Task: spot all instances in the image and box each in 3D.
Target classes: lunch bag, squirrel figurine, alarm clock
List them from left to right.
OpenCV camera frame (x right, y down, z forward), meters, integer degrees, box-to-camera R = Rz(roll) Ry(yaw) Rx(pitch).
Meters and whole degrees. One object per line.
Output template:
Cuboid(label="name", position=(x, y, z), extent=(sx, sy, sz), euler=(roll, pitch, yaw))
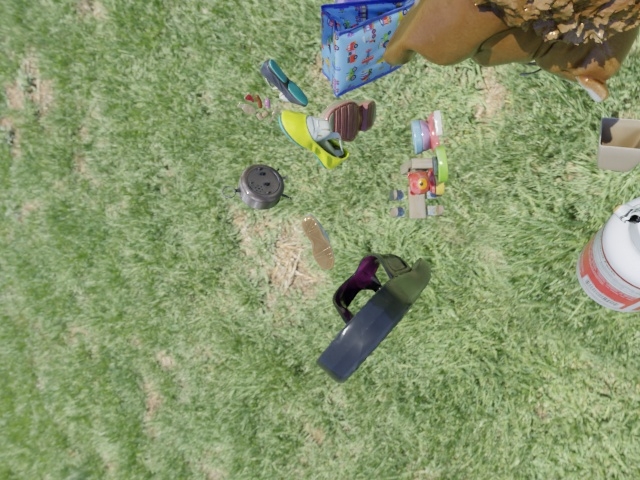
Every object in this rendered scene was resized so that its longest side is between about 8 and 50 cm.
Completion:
Cuboid(label="alarm clock", position=(-0.186, -0.152, 1.231), extent=(0.129, 0.192, 0.064), euler=(67, 156, 18))
Cuboid(label="lunch bag", position=(0.159, -0.585, 1.274), extent=(0.221, 0.293, 0.138), euler=(89, 161, -61))
Cuboid(label="squirrel figurine", position=(0.353, -0.358, 0.661), extent=(0.371, 0.397, 0.281), euler=(21, 100, -12))

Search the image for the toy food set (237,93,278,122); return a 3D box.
Cuboid(label="toy food set", position=(-0.204, -0.443, 1.424), extent=(0.078, 0.122, 0.019), euler=(-58, 27, 13))

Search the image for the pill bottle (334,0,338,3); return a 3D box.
Cuboid(label="pill bottle", position=(0.182, -1.124, 1.820), extent=(0.169, 0.169, 0.301), euler=(64, 153, 10))

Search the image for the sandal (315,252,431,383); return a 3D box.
Cuboid(label="sandal", position=(0.080, 0.077, 0.656), extent=(0.107, 0.446, 0.167), euler=(41, 98, 12))

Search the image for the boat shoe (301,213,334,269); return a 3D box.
Cuboid(label="boat shoe", position=(0.000, 0.000, 1.989), extent=(0.098, 0.096, 0.277), euler=(-16, 108, 15))

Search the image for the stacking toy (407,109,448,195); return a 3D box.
Cuboid(label="stacking toy", position=(0.385, -0.323, 1.617), extent=(0.131, 0.279, 0.308), euler=(-8, 88, 10))

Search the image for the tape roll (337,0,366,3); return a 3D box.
Cuboid(label="tape roll", position=(0.108, -0.760, 1.588), extent=(0.275, 0.090, 0.274), euler=(-178, 90, -80))

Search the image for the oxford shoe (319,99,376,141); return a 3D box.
Cuboid(label="oxford shoe", position=(0.074, -0.444, 1.579), extent=(0.147, 0.397, 0.140), euler=(14, 113, 23))

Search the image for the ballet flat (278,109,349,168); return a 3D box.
Cuboid(label="ballet flat", position=(-0.003, -0.229, 0.956), extent=(0.077, 0.231, 0.077), euler=(-15, 68, 23))

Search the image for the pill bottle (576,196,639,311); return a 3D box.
Cuboid(label="pill bottle", position=(0.775, 0.030, 1.019), extent=(0.229, 0.407, 0.228), euler=(-6, 71, 16))

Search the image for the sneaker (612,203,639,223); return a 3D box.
Cuboid(label="sneaker", position=(0.589, -0.047, 0.806), extent=(0.032, 0.083, 0.036), euler=(101, 161, -54))

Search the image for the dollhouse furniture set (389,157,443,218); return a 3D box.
Cuboid(label="dollhouse furniture set", position=(0.419, -0.217, 1.849), extent=(0.212, 0.161, 0.242), euler=(-3, 89, -9))

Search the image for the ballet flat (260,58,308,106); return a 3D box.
Cuboid(label="ballet flat", position=(-0.128, -0.524, 1.468), extent=(0.074, 0.203, 0.074), euler=(-29, 40, 27))

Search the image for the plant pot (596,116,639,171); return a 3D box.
Cuboid(label="plant pot", position=(0.762, -0.238, 1.103), extent=(0.109, 0.109, 0.096), euler=(12, 149, 22))
